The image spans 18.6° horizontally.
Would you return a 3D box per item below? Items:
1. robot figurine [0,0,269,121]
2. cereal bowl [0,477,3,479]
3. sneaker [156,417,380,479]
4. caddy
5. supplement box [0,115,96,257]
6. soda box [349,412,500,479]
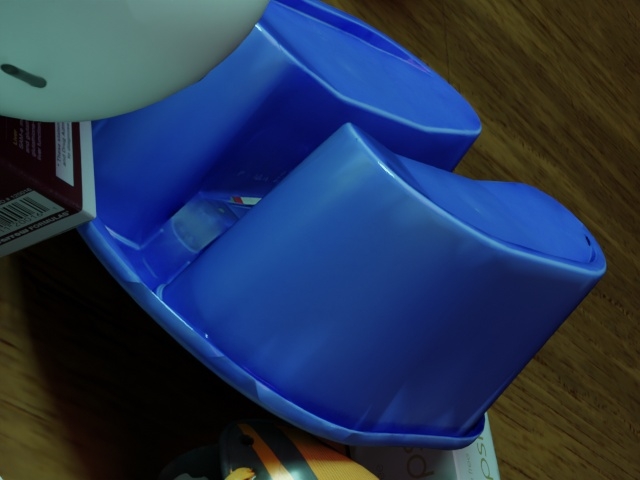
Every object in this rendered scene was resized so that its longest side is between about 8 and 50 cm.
[{"bbox_3d":[-0.119,-0.186,0.816,0.173,0.209,0.278,68,4,-78],"label":"robot figurine"},{"bbox_3d":[-0.154,0.130,0.605,0.339,0.141,0.339,45,-15,15],"label":"cereal bowl"},{"bbox_3d":[-0.062,0.185,0.919,0.321,0.124,0.180,2,44,-45],"label":"sneaker"},{"bbox_3d":[0.000,0.000,1.066,0.241,0.179,0.341,50,18,25],"label":"caddy"},{"bbox_3d":[-0.200,-0.096,0.864,0.239,0.073,0.130,36,40,-51],"label":"supplement box"},{"bbox_3d":[0.074,0.185,1.214,0.069,0.074,0.216,22,53,-58],"label":"soda box"}]
